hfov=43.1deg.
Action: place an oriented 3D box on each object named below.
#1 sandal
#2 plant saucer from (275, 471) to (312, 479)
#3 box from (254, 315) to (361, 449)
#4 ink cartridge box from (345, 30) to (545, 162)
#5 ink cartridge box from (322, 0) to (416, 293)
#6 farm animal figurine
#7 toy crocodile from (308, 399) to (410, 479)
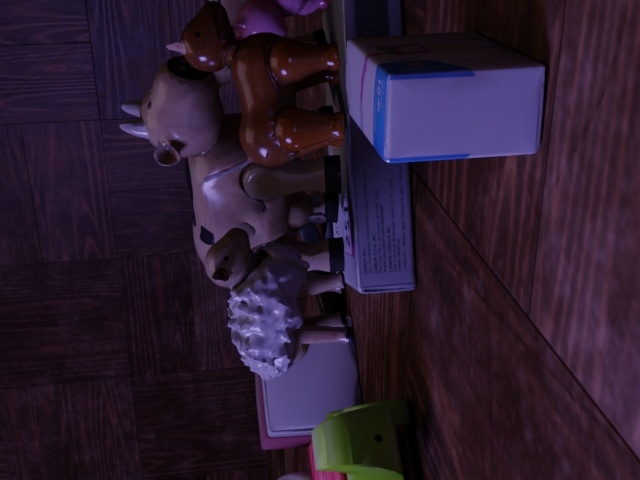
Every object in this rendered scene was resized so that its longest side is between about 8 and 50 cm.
[{"bbox_3d":[0.000,0.001,1.189,0.097,0.054,0.255,89,165,-77],"label":"sandal"},{"bbox_3d":[-0.039,0.519,1.074,0.400,0.100,0.401,9,100,62],"label":"plant saucer"},{"bbox_3d":[-0.025,0.210,1.157,0.232,0.126,0.149,107,158,-69],"label":"box"},{"bbox_3d":[0.068,-0.090,0.486,0.122,0.088,0.052,-113,19,-67],"label":"ink cartridge box"},{"bbox_3d":[0.035,-0.098,0.830,0.239,0.060,0.275,-158,64,-80],"label":"ink cartridge box"},{"bbox_3d":[-0.072,-0.095,0.691,0.330,0.172,0.327,-95,0,-62],"label":"farm animal figurine"},{"bbox_3d":[0.032,0.231,0.844,0.340,0.105,0.115,112,153,-73],"label":"toy crocodile"}]
